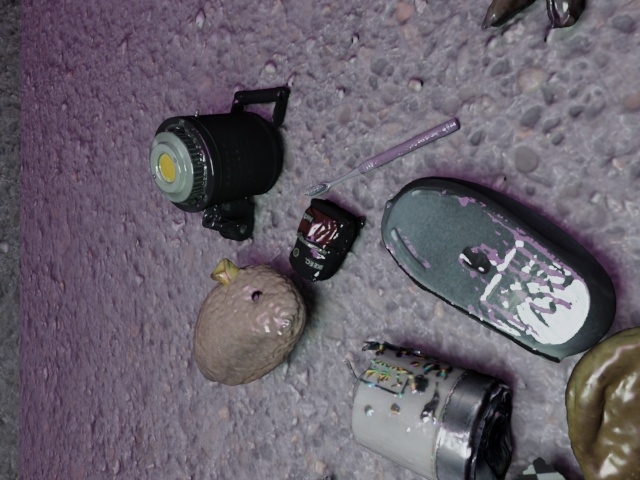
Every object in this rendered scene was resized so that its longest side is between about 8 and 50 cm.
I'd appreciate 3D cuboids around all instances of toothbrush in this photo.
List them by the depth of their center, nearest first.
[{"bbox_3d":[0.106,-0.155,0.915,0.354,0.029,0.024,-21,87,34],"label":"toothbrush"}]

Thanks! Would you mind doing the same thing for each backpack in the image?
[{"bbox_3d":[0.002,0.003,0.934,0.120,0.106,0.165,29,100,31],"label":"backpack"}]

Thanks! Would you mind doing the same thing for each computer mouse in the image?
[{"bbox_3d":[0.263,0.033,0.728,0.374,0.114,0.203,40,112,32],"label":"computer mouse"}]

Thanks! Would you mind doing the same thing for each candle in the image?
[{"bbox_3d":[0.143,0.273,0.763,0.330,0.188,0.187,10,93,39],"label":"candle"}]

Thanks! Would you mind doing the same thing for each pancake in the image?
[{"bbox_3d":[0.455,0.241,0.570,0.295,0.049,0.294,4,99,25],"label":"pancake"}]

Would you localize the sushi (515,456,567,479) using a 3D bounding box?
[{"bbox_3d":[0.344,0.456,0.665,0.231,0.047,0.219,40,111,18],"label":"sushi"}]

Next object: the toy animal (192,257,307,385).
[{"bbox_3d":[-0.162,0.181,0.995,0.358,0.188,0.226,-42,53,28],"label":"toy animal"}]

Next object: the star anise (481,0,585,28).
[{"bbox_3d":[0.363,-0.436,0.696,0.316,0.139,0.358,10,108,45],"label":"star anise"}]

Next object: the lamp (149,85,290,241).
[{"bbox_3d":[-0.234,-0.190,1.024,0.205,0.272,0.373,9,92,36],"label":"lamp"}]

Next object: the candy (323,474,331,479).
[{"bbox_3d":[-0.029,0.528,0.959,0.175,0.043,0.045,-37,63,34],"label":"candy"}]
